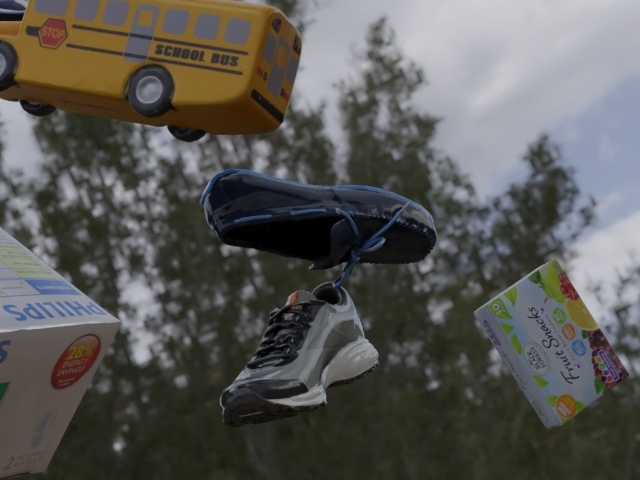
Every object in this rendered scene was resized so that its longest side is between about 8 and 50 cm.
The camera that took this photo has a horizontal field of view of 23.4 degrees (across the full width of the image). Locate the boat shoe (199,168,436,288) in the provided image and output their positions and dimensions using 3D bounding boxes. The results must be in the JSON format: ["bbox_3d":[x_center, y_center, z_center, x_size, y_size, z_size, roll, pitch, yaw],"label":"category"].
[{"bbox_3d":[0.000,0.000,1.595,0.258,0.089,0.109,5,-48,-17],"label":"boat shoe"}]

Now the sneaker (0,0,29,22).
[{"bbox_3d":[-0.356,-0.279,1.886,0.144,0.059,0.053,9,-43,-6],"label":"sneaker"}]

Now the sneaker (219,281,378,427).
[{"bbox_3d":[-0.032,0.114,1.535,0.100,0.108,0.271,-13,7,24],"label":"sneaker"}]

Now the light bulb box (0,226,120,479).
[{"bbox_3d":[-0.487,0.091,1.686,0.358,0.361,0.225,-2,-57,-60],"label":"light bulb box"}]

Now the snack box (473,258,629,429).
[{"bbox_3d":[0.233,0.104,1.556,0.100,0.141,0.037,-32,-2,-25],"label":"snack box"}]

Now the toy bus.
[{"bbox_3d":[-0.197,-0.184,1.556,0.332,0.130,0.108,11,-8,21],"label":"toy bus"}]
